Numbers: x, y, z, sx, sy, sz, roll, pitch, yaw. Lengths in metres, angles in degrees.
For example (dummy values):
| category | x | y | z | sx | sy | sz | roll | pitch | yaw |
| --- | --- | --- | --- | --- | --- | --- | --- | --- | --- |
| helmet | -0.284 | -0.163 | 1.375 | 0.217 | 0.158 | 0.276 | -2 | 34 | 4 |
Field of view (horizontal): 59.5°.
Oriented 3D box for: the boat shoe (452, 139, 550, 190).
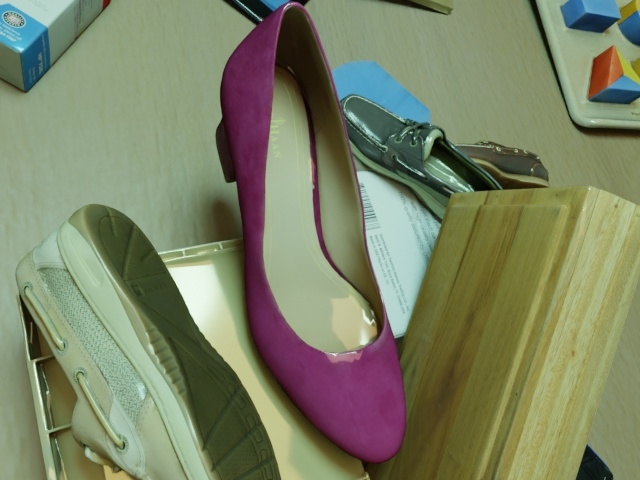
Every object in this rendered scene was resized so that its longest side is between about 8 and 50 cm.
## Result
| category | x | y | z | sx | sy | sz | roll | pitch | yaw |
| --- | --- | --- | --- | --- | --- | --- | --- | --- | --- |
| boat shoe | 0.249 | -0.111 | 0.832 | 0.207 | 0.073 | 0.073 | 10 | 63 | -26 |

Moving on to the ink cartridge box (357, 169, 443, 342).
| category | x | y | z | sx | sy | sz | roll | pitch | yaw |
| --- | --- | --- | --- | --- | --- | --- | --- | --- | --- |
| ink cartridge box | 0.087 | 0.021 | 0.680 | 0.273 | 0.114 | 0.196 | -11 | 72 | -25 |

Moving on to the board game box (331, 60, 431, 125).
| category | x | y | z | sx | sy | sz | roll | pitch | yaw |
| --- | --- | --- | --- | --- | --- | --- | --- | --- | --- |
| board game box | 0.075 | -0.180 | 0.811 | 0.169 | 0.033 | 0.133 | 43 | 64 | 5 |

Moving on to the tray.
| category | x | y | z | sx | sy | sz | roll | pitch | yaw |
| --- | --- | --- | --- | --- | --- | --- | --- | --- | --- |
| tray | 0.126 | 0.158 | 0.493 | 0.076 | 0.203 | 0.410 | 18 | 88 | -16 |

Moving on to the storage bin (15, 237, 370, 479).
| category | x | y | z | sx | sy | sz | roll | pitch | yaw |
| --- | --- | --- | --- | --- | --- | --- | --- | --- | --- |
| storage bin | -0.121 | 0.148 | 0.536 | 0.261 | 0.123 | 0.262 | -11 | 73 | -25 |

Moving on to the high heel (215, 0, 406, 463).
| category | x | y | z | sx | sy | sz | roll | pitch | yaw |
| --- | --- | --- | --- | --- | --- | --- | --- | --- | --- |
| high heel | 0.000 | 0.000 | 0.472 | 0.127 | 0.181 | 0.377 | -20 | 77 | -28 |

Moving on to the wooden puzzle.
| category | x | y | z | sx | sy | sz | roll | pitch | yaw |
| --- | --- | --- | --- | --- | --- | --- | --- | --- | --- |
| wooden puzzle | 0.576 | -0.367 | 1.069 | 0.323 | 0.080 | 0.347 | -3 | 69 | -23 |

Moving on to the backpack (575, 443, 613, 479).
| category | x | y | z | sx | sy | sz | roll | pitch | yaw |
| --- | --- | --- | --- | --- | --- | --- | --- | --- | --- |
| backpack | 0.268 | 0.272 | 0.664 | 0.105 | 0.084 | 0.114 | -38 | 91 | -31 |

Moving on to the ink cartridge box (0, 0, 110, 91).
| category | x | y | z | sx | sy | sz | roll | pitch | yaw |
| --- | --- | --- | --- | --- | --- | --- | --- | --- | --- |
| ink cartridge box | -0.342 | -0.306 | 0.663 | 0.134 | 0.078 | 0.230 | 30 | 60 | -9 |

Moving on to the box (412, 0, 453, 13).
| category | x | y | z | sx | sy | sz | roll | pitch | yaw |
| --- | --- | --- | --- | --- | --- | --- | --- | --- | --- |
| box | 0.132 | -0.479 | 0.947 | 0.201 | 0.021 | 0.164 | 3 | 70 | -33 |

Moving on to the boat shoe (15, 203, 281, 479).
| category | x | y | z | sx | sy | sz | roll | pitch | yaw |
| --- | --- | --- | --- | --- | --- | --- | --- | --- | --- |
| boat shoe | -0.130 | 0.120 | 0.424 | 0.098 | 0.109 | 0.302 | -34 | 82 | 10 |

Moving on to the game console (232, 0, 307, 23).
| category | x | y | z | sx | sy | sz | roll | pitch | yaw |
| --- | --- | --- | --- | --- | --- | --- | --- | --- | --- |
| game console | -0.079 | -0.503 | 0.811 | 0.174 | 0.250 | 0.293 | 20 | 58 | 17 |

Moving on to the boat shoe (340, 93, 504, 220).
| category | x | y | z | sx | sy | sz | roll | pitch | yaw |
| --- | --- | --- | --- | --- | --- | --- | --- | --- | --- |
| boat shoe | 0.114 | -0.101 | 0.637 | 0.224 | 0.073 | 0.080 | 39 | 57 | 1 |
